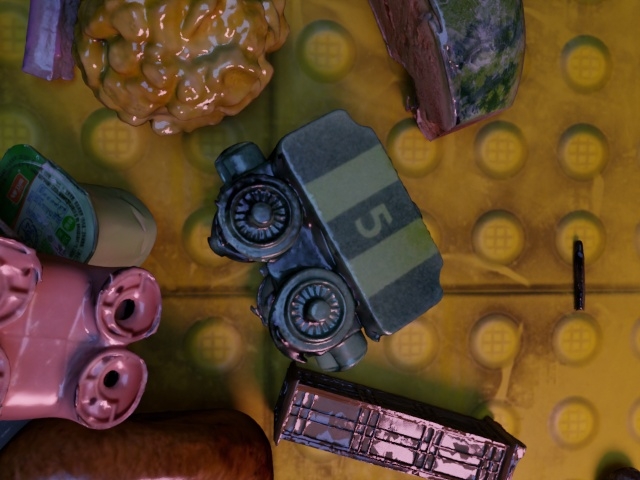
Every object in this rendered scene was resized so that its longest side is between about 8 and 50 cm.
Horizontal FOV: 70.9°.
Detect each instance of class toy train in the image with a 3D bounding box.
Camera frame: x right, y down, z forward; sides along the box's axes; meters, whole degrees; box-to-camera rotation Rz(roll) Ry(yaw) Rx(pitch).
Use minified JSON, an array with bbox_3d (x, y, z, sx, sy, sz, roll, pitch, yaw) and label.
[{"bbox_3d":[0.000,0.000,0.559,0.238,0.167,0.299,-30,97,-14],"label":"toy train"}]

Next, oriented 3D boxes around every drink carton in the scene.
[{"bbox_3d":[-0.275,-0.008,0.515,0.144,0.142,0.146,39,98,11],"label":"drink carton"}]

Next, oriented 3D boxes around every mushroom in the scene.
[{"bbox_3d":[-0.193,0.324,0.455,0.345,0.259,0.345,-18,121,-32],"label":"mushroom"}]

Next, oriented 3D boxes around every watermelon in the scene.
[{"bbox_3d":[0.146,-0.294,0.571,0.224,0.180,0.305,-25,92,-49],"label":"watermelon"}]

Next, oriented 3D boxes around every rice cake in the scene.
[{"bbox_3d":[-0.329,-0.331,0.556,0.055,0.049,0.270,8,93,7],"label":"rice cake"}]

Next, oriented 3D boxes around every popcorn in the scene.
[{"bbox_3d":[-0.157,-0.230,0.514,0.235,0.217,0.181,-40,122,-9],"label":"popcorn"}]

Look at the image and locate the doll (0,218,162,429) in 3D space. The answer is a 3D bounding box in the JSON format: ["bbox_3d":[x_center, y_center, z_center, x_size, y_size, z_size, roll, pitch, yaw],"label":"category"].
[{"bbox_3d":[-0.306,0.070,0.378,0.216,0.268,0.284,25,70,-49],"label":"doll"}]

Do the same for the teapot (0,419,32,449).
[{"bbox_3d":[-0.361,0.181,0.522,0.251,0.183,0.183,-29,95,-14],"label":"teapot"}]

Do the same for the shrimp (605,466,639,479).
[{"bbox_3d":[0.432,0.448,0.649,0.079,0.090,0.233,30,74,-26],"label":"shrimp"}]

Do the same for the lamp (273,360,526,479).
[{"bbox_3d":[0.101,0.257,0.608,0.325,0.090,0.089,17,90,-7],"label":"lamp"}]

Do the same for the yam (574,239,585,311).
[{"bbox_3d":[0.385,0.053,0.667,0.014,0.014,0.107,-3,93,-6],"label":"yam"}]
